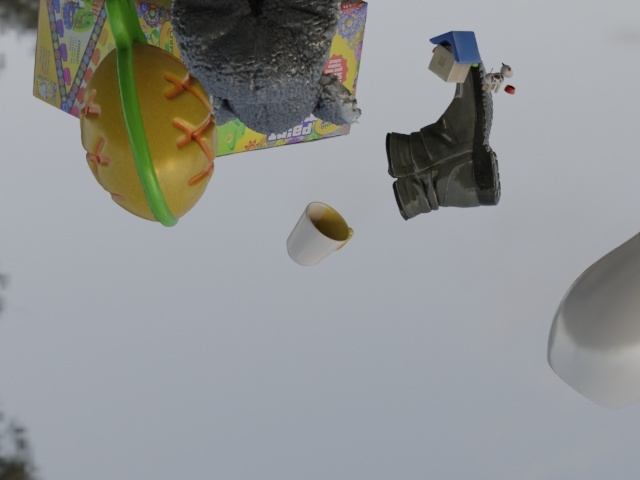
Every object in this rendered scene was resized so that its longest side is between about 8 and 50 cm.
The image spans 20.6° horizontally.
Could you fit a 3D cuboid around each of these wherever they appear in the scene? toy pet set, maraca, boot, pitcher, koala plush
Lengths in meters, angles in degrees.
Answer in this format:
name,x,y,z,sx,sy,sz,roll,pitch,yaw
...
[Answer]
name,x,y,z,sx,sy,sz,roll,pitch,yaw
toy pet set,0.191,-0.247,2.293,0.114,0.065,0.122,-5,-144,-44
maraca,-0.131,-0.100,1.312,0.099,0.186,0.127,-13,169,1
boot,0.166,-0.156,2.529,0.161,0.246,0.083,-5,177,14
pitcher,0.320,0.058,1.665,0.178,0.207,0.125,19,-160,-48
koala plush,-0.055,-0.180,1.744,0.196,0.221,0.203,-1,-120,3

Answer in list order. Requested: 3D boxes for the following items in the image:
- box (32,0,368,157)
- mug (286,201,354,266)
name,x,y,z,sx,sy,sz,roll,pitch,yaw
box,-0.148,-0.231,2.149,0.290,0.177,0.279,-13,-150,-43
mug,-0.002,0.001,2.096,0.078,0.064,0.062,29,-146,-19
